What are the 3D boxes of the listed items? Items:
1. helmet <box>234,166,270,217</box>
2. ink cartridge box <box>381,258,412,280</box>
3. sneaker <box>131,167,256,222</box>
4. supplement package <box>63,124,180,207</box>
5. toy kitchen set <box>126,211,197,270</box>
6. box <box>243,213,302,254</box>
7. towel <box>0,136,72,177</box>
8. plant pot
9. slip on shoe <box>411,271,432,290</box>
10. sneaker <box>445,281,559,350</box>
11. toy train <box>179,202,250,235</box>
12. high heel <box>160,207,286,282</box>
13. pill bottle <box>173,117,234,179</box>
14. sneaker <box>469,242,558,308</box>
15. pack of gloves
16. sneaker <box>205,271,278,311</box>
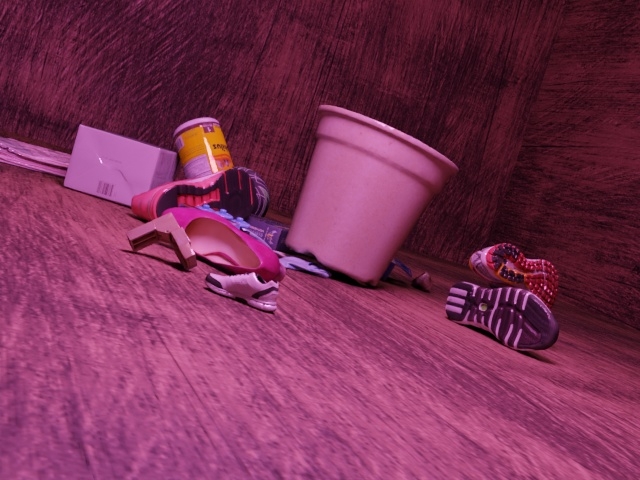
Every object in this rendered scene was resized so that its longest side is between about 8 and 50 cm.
[{"bbox_3d":[-0.213,-0.113,2.151,0.169,0.162,0.169,17,4,-1],"label":"helmet"},{"bbox_3d":[0.088,0.016,2.059,0.311,0.065,0.186,31,4,0],"label":"ink cartridge box"},{"bbox_3d":[-0.269,-0.097,1.737,0.136,0.116,0.313,8,13,38],"label":"sneaker"},{"bbox_3d":[-0.459,-0.167,1.906,0.194,0.149,0.203,17,4,4],"label":"supplement package"},{"bbox_3d":[-0.230,0.021,1.195,0.083,0.075,0.068,56,-19,27],"label":"toy kitchen set"},{"bbox_3d":[-0.136,-0.021,1.954,0.183,0.059,0.232,18,3,19],"label":"box"},{"bbox_3d":[-0.744,-0.221,2.151,0.316,0.054,0.331,15,5,-37],"label":"towel"},{"bbox_3d":[0.084,-0.080,1.749,0.333,0.306,0.334,25,0,0],"label":"plant pot"},{"bbox_3d":[0.268,0.108,2.098,0.041,0.051,0.135,57,-2,4],"label":"slip on shoe"},{"bbox_3d":[0.382,0.148,1.544,0.162,0.107,0.281,19,2,-31],"label":"sneaker"},{"bbox_3d":[-0.210,-0.021,1.489,0.184,0.080,0.105,21,11,39],"label":"toy train"},{"bbox_3d":[-0.171,0.002,1.306,0.244,0.082,0.117,32,-2,16],"label":"high heel"},{"bbox_3d":[-0.269,-0.177,1.946,0.117,0.215,0.117,-18,-10,-3],"label":"pill bottle"},{"bbox_3d":[0.384,0.067,1.590,0.225,0.088,0.092,31,-21,-29],"label":"sneaker"},{"bbox_3d":[-0.093,0.019,1.686,0.232,0.046,0.195,15,4,-27],"label":"pack of gloves"},{"bbox_3d":[-0.102,0.059,1.072,0.109,0.044,0.040,17,5,18],"label":"sneaker"}]
